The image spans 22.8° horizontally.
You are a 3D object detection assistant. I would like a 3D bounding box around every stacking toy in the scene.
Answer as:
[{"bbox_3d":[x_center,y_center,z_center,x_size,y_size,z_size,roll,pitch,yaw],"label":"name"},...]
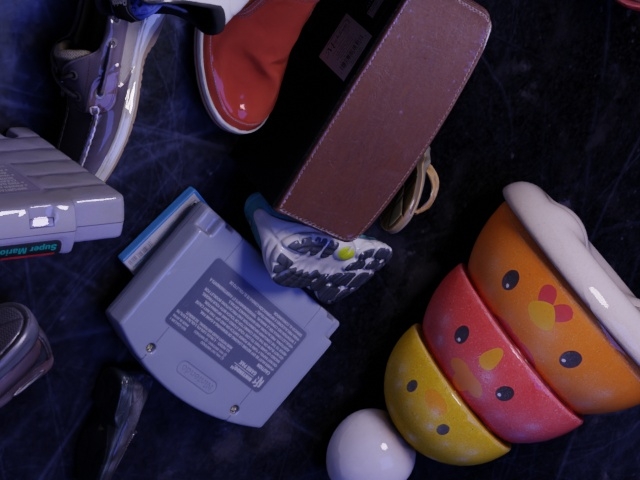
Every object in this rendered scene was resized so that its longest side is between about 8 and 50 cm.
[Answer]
[{"bbox_3d":[0.209,0.188,2.104,0.480,0.350,0.350,-41,135,9],"label":"stacking toy"}]

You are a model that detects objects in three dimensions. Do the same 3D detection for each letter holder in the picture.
[{"bbox_3d":[0.080,-0.151,1.817,0.214,0.152,0.302,25,104,-32],"label":"letter holder"}]

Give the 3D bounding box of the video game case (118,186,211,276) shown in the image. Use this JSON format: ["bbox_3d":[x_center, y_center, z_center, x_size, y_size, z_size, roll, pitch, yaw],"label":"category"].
[{"bbox_3d":[-0.153,0.028,1.880,0.119,0.015,0.166,-45,134,-8],"label":"video game case"}]

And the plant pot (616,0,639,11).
[{"bbox_3d":[0.418,-0.395,1.965,0.191,0.191,0.174,-44,141,-9],"label":"plant pot"}]

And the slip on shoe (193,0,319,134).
[{"bbox_3d":[-0.054,-0.266,1.726,0.123,0.101,0.331,-2,117,-40],"label":"slip on shoe"}]

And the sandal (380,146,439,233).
[{"bbox_3d":[0.118,-0.063,1.942,0.049,0.180,0.072,37,120,-9],"label":"sandal"}]

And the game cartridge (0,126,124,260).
[{"bbox_3d":[-0.391,-0.038,1.503,0.355,0.230,0.068,-7,120,-35],"label":"game cartridge"}]

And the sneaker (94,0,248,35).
[{"bbox_3d":[-0.165,-0.313,1.522,0.315,0.127,0.182,47,65,-28],"label":"sneaker"}]

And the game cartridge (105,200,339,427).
[{"bbox_3d":[-0.119,0.103,1.904,0.198,0.062,0.297,-47,135,-1],"label":"game cartridge"}]

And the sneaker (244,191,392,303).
[{"bbox_3d":[0.000,0.000,1.923,0.107,0.110,0.275,-41,154,12],"label":"sneaker"}]

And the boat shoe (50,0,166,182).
[{"bbox_3d":[-0.234,-0.184,1.637,0.092,0.103,0.285,13,103,-37],"label":"boat shoe"}]

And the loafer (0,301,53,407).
[{"bbox_3d":[-0.411,0.199,1.719,0.302,0.109,0.095,-43,138,-14],"label":"loafer"}]

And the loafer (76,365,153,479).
[{"bbox_3d":[-0.244,0.231,1.898,0.061,0.062,0.170,4,114,-45],"label":"loafer"}]
